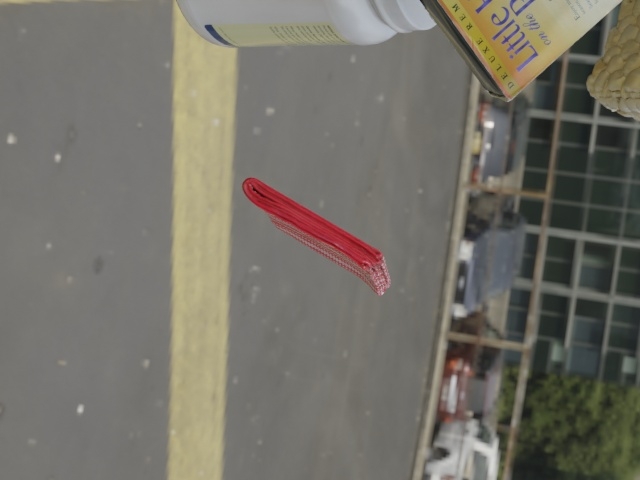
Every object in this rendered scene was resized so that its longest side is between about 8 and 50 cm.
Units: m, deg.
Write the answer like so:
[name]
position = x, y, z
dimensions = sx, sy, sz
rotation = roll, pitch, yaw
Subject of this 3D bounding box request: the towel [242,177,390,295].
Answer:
[towel]
position = 0.000, 0.000, 1.515
dimensions = 0.031, 0.199, 0.275
rotation = -58, 170, -5

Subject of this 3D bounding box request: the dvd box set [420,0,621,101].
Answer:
[dvd box set]
position = 0.256, -0.395, 1.195
dimensions = 0.307, 0.420, 0.062
rotation = 49, -2, -21

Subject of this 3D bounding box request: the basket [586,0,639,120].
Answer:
[basket]
position = 0.390, -0.187, 0.818
dimensions = 0.331, 0.266, 0.328
rotation = -74, -173, -81

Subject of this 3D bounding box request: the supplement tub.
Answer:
[supplement tub]
position = -0.010, -0.372, 1.515
dimensions = 0.235, 0.325, 0.235
rotation = -14, 106, -59
